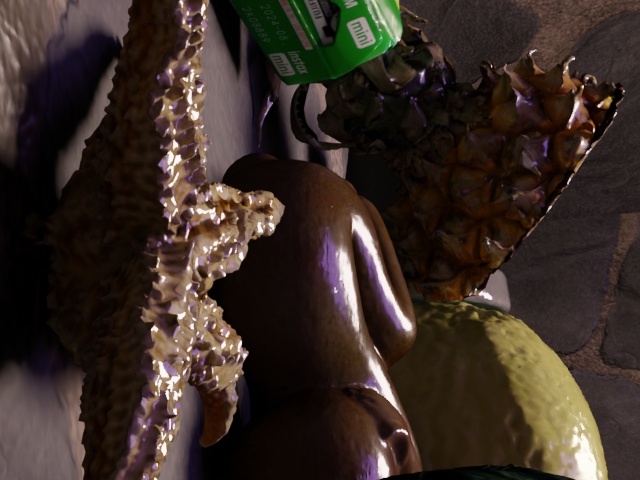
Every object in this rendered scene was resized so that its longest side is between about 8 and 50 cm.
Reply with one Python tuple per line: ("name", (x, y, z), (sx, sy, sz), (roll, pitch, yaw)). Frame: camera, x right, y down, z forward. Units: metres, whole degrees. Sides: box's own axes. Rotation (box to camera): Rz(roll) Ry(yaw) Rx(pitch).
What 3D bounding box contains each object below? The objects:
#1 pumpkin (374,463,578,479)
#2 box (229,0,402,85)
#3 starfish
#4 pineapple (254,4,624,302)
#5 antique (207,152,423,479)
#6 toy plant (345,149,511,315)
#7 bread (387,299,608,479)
("pumpkin", (0.069, 0.249, 0.541), (0.315, 0.238, 0.315), (2, 87, -45))
("box", (-0.013, -0.260, 0.943), (0.180, 0.103, 0.250), (55, 28, -55))
("starfish", (-0.069, -0.020, 0.543), (0.293, 0.084, 0.302), (-35, 123, -85))
("pineapple", (0.069, -0.111, 1.078), (0.262, 0.271, 0.262), (-51, -179, 2))
("antique", (-0.008, 0.072, 0.793), (0.143, 0.121, 0.257), (28, 56, -72))
("toy plant", (0.097, 0.087, 1.277), (0.279, 0.185, 0.400), (68, 23, -76))
("bread", (0.091, 0.207, 0.967), (0.320, 0.237, 0.321), (2, 90, -85))
